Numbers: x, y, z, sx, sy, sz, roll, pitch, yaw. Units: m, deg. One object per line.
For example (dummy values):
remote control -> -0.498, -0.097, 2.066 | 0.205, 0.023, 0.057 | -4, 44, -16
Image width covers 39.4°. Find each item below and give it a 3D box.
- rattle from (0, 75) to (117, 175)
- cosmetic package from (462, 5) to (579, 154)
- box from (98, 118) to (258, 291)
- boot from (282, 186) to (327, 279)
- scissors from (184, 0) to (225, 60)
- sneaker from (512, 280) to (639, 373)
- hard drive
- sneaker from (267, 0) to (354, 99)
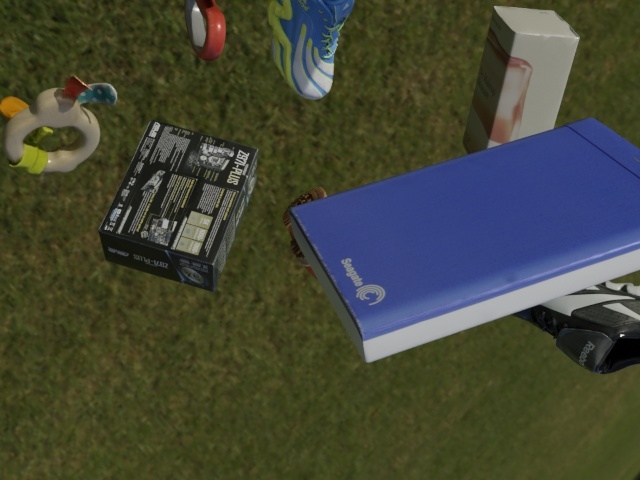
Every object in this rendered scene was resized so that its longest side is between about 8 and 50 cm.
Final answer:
rattle -> -0.344, -0.187, 1.167 | 0.130, 0.142, 0.199 | 12, 139, -22
cosmetic package -> 0.378, -0.283, 1.724 | 0.129, 0.153, 0.296 | 3, 121, -9
box -> -0.174, -0.046, 1.128 | 0.077, 0.147, 0.180 | 100, 6, -60
boot -> 0.000, 0.000, 1.083 | 0.059, 0.158, 0.084 | -28, 123, 15
scissors -> -0.125, -0.271, 0.826 | 0.021, 0.297, 0.109 | -2, 128, -23
sneaker -> 0.274, 0.085, 0.940 | 0.078, 0.234, 0.106 | 78, 31, -47
hard drive -> 0.152, -0.015, 0.794 | 0.319, 0.210, 0.040 | -17, 124, -9
sneaker -> -0.008, -0.290, 1.212 | 0.091, 0.126, 0.240 | -36, 129, -23
